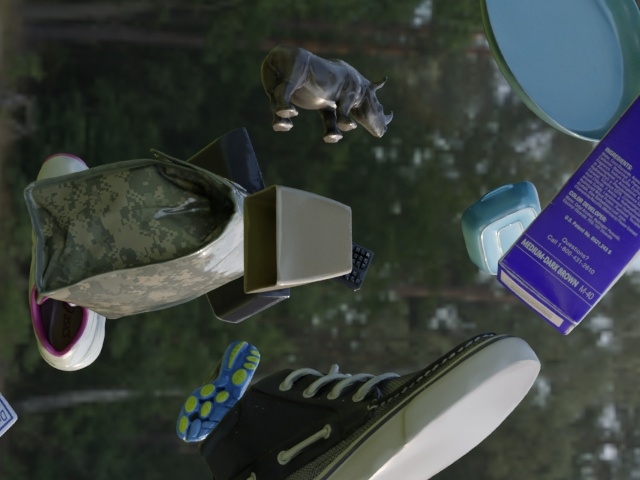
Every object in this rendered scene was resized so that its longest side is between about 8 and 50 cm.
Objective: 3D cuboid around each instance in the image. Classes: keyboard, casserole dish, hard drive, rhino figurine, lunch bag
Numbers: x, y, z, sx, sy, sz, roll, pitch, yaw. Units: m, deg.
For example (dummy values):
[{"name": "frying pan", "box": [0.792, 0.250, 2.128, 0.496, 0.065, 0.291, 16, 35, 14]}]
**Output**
[{"name": "keyboard", "box": [0.000, 0.000, 2.537, 0.108, 0.180, 0.023, -68, -170, -27]}, {"name": "casserole dish", "box": [0.255, -0.011, 2.123, 0.188, 0.114, 0.037, 68, -2, -58]}, {"name": "hard drive", "box": [-0.132, -0.018, 2.240, 0.172, 0.054, 0.255, -28, -106, 53]}, {"name": "rhino figurine", "box": [0.016, -0.186, 1.993, 0.073, 0.243, 0.106, -22, -111, 40]}, {"name": "lunch bag", "box": [-0.196, -0.013, 1.975, 0.235, 0.287, 0.169, 35, 44, -71]}]

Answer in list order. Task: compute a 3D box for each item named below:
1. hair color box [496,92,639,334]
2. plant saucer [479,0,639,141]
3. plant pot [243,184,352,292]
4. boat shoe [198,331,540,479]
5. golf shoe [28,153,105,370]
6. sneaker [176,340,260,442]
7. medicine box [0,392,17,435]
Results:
[{"name": "hair color box", "box": [0.326, -0.066, 1.588, 0.339, 0.110, 0.185, -51, 171, -1]}, {"name": "plant saucer", "box": [0.314, -0.272, 2.020, 0.043, 0.317, 0.318, -24, -118, 46]}, {"name": "plant pot", "box": [-0.023, 0.001, 1.708, 0.109, 0.096, 0.109, 164, -73, -67]}, {"name": "boat shoe", "box": [0.027, 0.153, 1.377, 0.340, 0.127, 0.158, -42, -118, 20]}, {"name": "golf shoe", "box": [-0.351, 0.029, 2.153, 0.140, 0.115, 0.306, 95, -9, -88]}, {"name": "sneaker", "box": [-0.142, 0.221, 2.173, 0.188, 0.067, 0.078, -56, 172, -46]}, {"name": "medicine box", "box": [-0.519, 0.173, 1.660, 0.149, 0.289, 0.263, -24, -165, 38]}]
